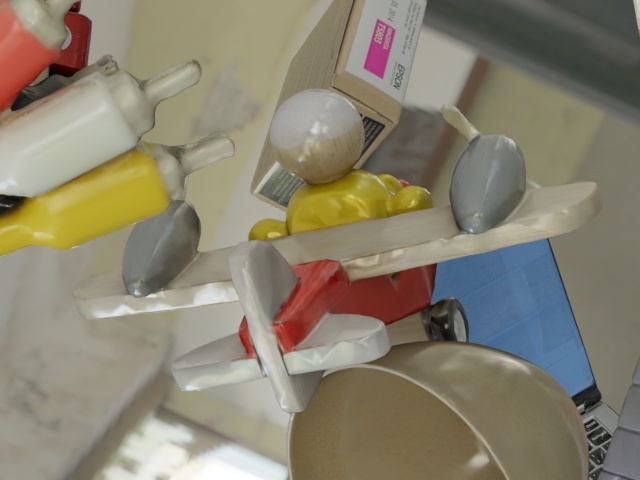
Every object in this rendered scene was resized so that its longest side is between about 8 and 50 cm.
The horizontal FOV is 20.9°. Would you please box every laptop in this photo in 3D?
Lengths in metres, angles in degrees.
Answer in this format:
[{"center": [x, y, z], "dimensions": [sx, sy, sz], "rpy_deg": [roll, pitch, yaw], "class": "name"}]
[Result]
[{"center": [0.210, 0.228, 1.883], "dimensions": [0.382, 0.408, 0.236], "rpy_deg": [-27, -39, -24], "class": "laptop"}]

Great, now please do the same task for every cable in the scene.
[{"center": [-0.179, -0.004, 0.680], "dimensions": [0.287, 0.139, 0.072], "rpy_deg": [-39, 29, -3], "class": "cable"}]

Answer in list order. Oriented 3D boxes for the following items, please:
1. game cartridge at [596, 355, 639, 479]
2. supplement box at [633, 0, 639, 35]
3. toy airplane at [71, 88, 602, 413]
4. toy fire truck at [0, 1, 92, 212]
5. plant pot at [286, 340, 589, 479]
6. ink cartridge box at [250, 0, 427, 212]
[{"center": [0.332, 0.126, 1.241], "dimensions": [0.230, 0.068, 0.355], "rpy_deg": [-66, 19, -6], "class": "game cartridge"}, {"center": [0.297, -0.231, 1.489], "dimensions": [0.036, 0.062, 0.098], "rpy_deg": [-45, -54, -69], "class": "supplement box"}, {"center": [0.000, 0.000, 1.545], "dimensions": [0.384, 0.386, 0.272], "rpy_deg": [171, 89, -67], "class": "toy airplane"}, {"center": [-0.175, -0.144, 0.959], "dimensions": [0.217, 0.158, 0.246], "rpy_deg": [168, 110, -67], "class": "toy fire truck"}, {"center": [0.135, 0.204, 1.583], "dimensions": [0.191, 0.284, 0.284], "rpy_deg": [-28, -29, -40], "class": "plant pot"}, {"center": [0.022, -0.164, 1.879], "dimensions": [0.193, 0.088, 0.235], "rpy_deg": [-49, 18, 44], "class": "ink cartridge box"}]
